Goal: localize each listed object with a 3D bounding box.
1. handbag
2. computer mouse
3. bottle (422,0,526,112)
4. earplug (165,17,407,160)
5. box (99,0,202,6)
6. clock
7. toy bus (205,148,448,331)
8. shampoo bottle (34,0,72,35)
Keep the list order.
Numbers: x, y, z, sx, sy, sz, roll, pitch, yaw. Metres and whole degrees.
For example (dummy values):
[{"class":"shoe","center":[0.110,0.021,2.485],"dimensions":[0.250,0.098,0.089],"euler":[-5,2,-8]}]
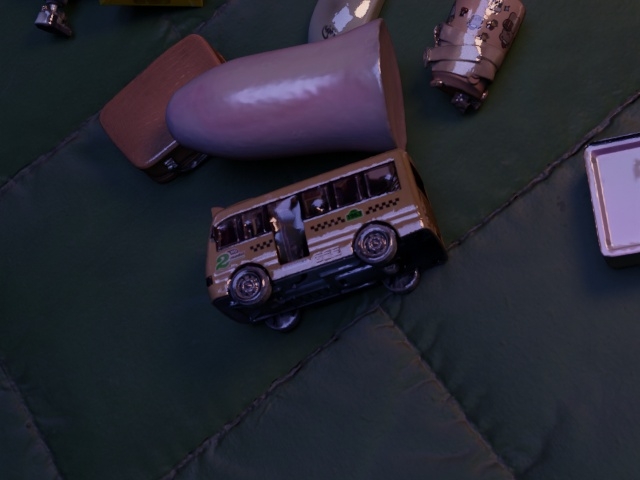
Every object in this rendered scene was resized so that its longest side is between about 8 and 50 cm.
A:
[{"class":"handbag","center":[-0.199,-0.179,1.516],"dimensions":[0.193,0.072,0.151],"euler":[-40,65,3]},{"class":"computer mouse","center":[0.040,-0.320,1.476],"dimensions":[0.089,0.056,0.182],"euler":[22,83,20]},{"class":"bottle","center":[0.190,-0.243,1.376],"dimensions":[0.098,0.099,0.152],"euler":[24,88,25]},{"class":"earplug","center":[-0.053,-0.173,1.388],"dimensions":[0.301,0.172,0.172],"euler":[-7,72,13]},{"class":"box","center":[-0.250,-0.474,1.606],"dimensions":[0.152,0.043,0.269],"euler":[-1,74,-9]},{"class":"clock","center":[0.411,-0.053,1.247],"dimensions":[0.191,0.071,0.147],"euler":[-11,71,17]},{"class":"toy bus","center":[0.000,0.000,1.351],"dimensions":[0.289,0.139,0.157],"euler":[-19,65,13]},{"class":"shampoo bottle","center":[-0.378,-0.466,1.662],"dimensions":[0.098,0.071,0.310],"euler":[12,78,5]}]
